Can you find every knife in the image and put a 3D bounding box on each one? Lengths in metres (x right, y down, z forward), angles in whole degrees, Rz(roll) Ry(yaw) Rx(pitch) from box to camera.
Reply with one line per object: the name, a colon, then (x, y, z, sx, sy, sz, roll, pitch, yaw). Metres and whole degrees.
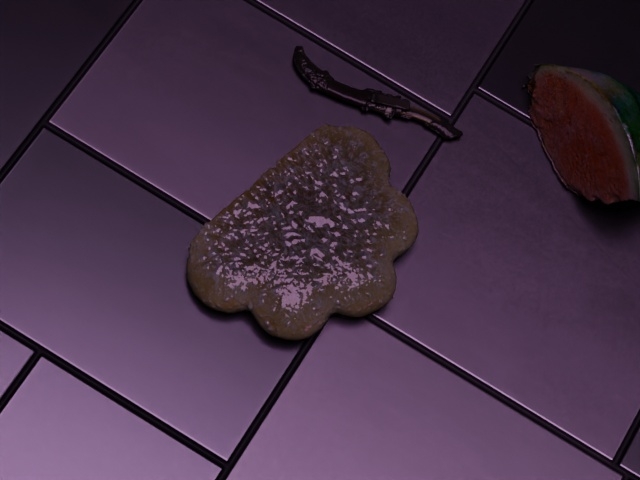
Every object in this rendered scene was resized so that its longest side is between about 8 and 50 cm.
knife: (0.062, -0.164, 2.057, 0.222, 0.021, 0.045, 27, 62, 4)

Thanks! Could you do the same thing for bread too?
bread: (0.000, 0.000, 1.958, 0.207, 0.056, 0.286, 39, 67, 10)

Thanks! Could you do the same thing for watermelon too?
watermelon: (0.356, -0.135, 2.058, 0.146, 0.128, 0.231, -9, 65, -32)
